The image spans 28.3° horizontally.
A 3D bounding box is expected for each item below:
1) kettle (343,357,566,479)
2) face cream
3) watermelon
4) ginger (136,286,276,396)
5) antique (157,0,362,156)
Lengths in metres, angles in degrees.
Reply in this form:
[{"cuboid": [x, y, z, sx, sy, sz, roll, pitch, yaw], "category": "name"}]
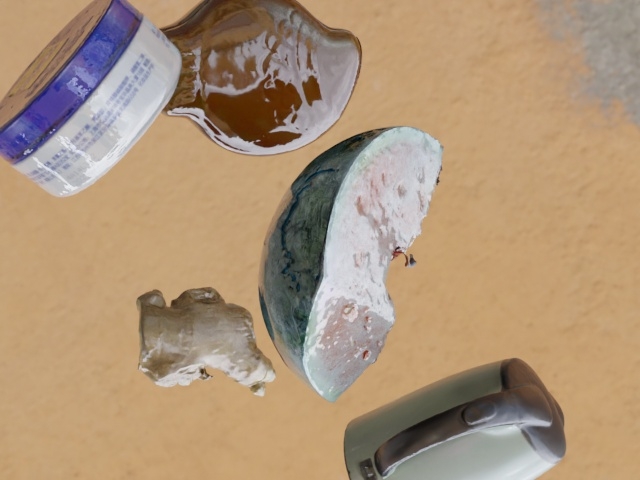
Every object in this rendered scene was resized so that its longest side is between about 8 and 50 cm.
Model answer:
[{"cuboid": [0.153, 0.238, 1.487, 0.236, 0.161, 0.221, -28, 157, 24], "category": "kettle"}, {"cuboid": [-0.239, -0.146, 1.295, 0.206, 0.111, 0.206, -38, -156, 20], "category": "face cream"}, {"cuboid": [-0.005, 0.000, 1.427, 0.175, 0.188, 0.321, 3, -114, 37], "category": "watermelon"}, {"cuboid": [-0.147, 0.129, 1.673, 0.213, 0.137, 0.074, 10, 172, -28], "category": "ginger"}, {"cuboid": [-0.087, -0.223, 1.655, 0.278, 0.223, 0.129, -9, -165, -18], "category": "antique"}]
